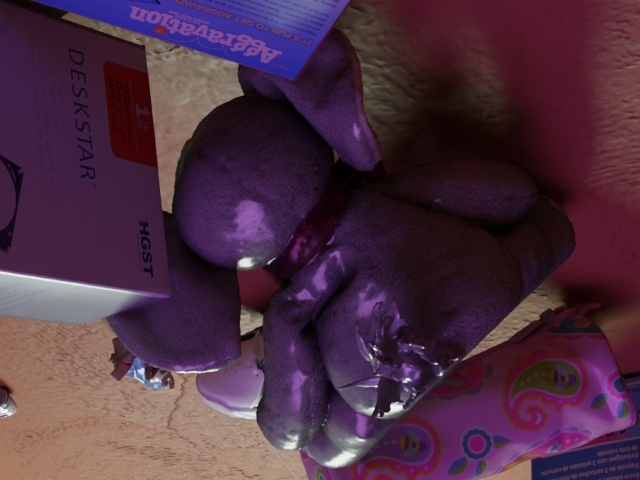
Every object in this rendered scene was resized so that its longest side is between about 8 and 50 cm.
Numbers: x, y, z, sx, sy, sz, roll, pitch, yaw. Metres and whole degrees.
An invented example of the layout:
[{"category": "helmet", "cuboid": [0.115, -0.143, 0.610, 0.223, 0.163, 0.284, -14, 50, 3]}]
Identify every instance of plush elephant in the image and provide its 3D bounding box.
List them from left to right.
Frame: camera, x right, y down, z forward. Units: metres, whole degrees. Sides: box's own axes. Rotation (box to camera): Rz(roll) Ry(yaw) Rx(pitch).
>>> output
[{"category": "plush elephant", "cuboid": [0.000, 0.000, 1.075, 0.272, 0.255, 0.330, -45, 173, 7]}]

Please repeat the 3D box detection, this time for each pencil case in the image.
[{"category": "pencil case", "cuboid": [0.122, 0.151, 1.298, 0.284, 0.124, 0.124, -22, 150, -10]}]

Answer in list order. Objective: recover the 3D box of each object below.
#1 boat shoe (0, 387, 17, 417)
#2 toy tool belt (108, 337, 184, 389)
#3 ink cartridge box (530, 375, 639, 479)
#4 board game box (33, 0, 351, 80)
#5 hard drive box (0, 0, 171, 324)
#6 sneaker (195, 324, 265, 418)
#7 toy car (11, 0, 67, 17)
[{"category": "boat shoe", "cuboid": [-0.363, 0.177, 1.610, 0.100, 0.035, 0.035, -12, 142, 16]}, {"category": "toy tool belt", "cuboid": [-0.161, 0.122, 1.465, 0.083, 0.051, 0.052, 27, 144, -31]}, {"category": "ink cartridge box", "cuboid": [0.321, 0.361, 1.443, 0.151, 0.395, 0.270, -17, 143, 33]}, {"category": "board game box", "cuboid": [-0.116, -0.177, 0.883, 0.281, 0.027, 0.145, 15, 146, -18]}, {"category": "hard drive box", "cuboid": [-0.208, -0.052, 0.949, 0.089, 0.181, 0.232, -17, 164, 33]}, {"category": "sneaker", "cuboid": [-0.027, 0.073, 1.321, 0.235, 0.094, 0.153, -11, 144, 25]}, {"category": "toy car", "cuboid": [-0.205, -0.198, 0.939, 0.239, 0.053, 0.225, -1, 148, 12]}]
